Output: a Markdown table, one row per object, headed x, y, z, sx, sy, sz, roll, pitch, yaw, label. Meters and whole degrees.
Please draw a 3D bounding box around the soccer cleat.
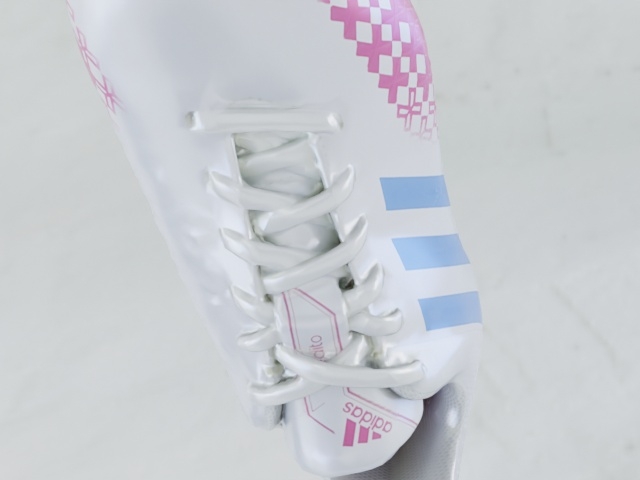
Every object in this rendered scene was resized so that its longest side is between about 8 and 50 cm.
| x | y | z | sx | sy | sz | roll | pitch | yaw | label |
| --- | --- | --- | --- | --- | --- | --- | --- | --- | --- |
| 0.000 | 0.000 | 0.677 | 0.116 | 0.331 | 0.143 | -12 | -127 | 13 | soccer cleat |
